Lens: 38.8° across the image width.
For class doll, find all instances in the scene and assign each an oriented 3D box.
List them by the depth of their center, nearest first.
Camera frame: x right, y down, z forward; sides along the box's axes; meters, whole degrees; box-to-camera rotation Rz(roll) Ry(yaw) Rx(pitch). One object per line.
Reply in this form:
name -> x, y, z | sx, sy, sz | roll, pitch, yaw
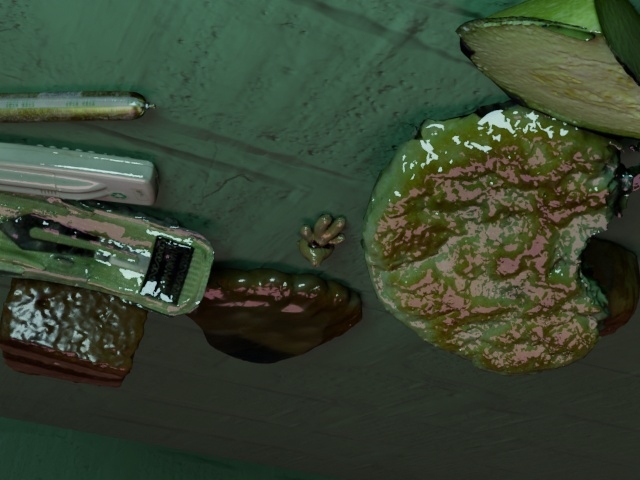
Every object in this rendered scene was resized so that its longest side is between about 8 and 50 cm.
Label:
doll -> 0.000, -0.007, 1.207 | 0.062, 0.051, 0.093 | 13, 127, -13

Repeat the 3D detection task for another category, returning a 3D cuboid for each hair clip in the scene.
hair clip -> -0.310, 0.007, 1.219 | 0.322, 0.138, 0.091 | 16, -176, -16

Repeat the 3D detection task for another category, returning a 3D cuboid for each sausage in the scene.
sausage -> -0.302, -0.141, 0.965 | 0.269, 0.032, 0.033 | 1, 156, 13

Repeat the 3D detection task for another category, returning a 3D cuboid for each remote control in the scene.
remote control -> -0.313, -0.078, 1.095 | 0.230, 0.049, 0.090 | 6, 159, -3

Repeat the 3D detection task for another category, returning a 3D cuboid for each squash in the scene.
squash -> 0.211, -0.164, 0.753 | 0.192, 0.085, 0.184 | 32, 175, -41

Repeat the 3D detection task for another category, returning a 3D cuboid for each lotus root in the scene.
lotus root -> 0.339, 0.060, 1.172 | 0.160, 0.135, 0.095 | -10, 153, 5

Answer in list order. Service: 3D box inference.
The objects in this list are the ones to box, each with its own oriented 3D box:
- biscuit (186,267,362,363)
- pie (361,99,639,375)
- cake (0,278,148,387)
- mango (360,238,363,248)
biscuit -> -0.108, 0.121, 1.472 | 0.335, 0.078, 0.329 | 12, 152, -19
pie -> 0.191, 0.009, 0.986 | 0.297, 0.078, 0.371 | 3, 131, 7
cake -> -0.365, 0.109, 1.377 | 0.199, 0.196, 0.293 | 14, 161, -12
mango -> 0.176, 0.011, 1.126 | 0.238, 0.091, 0.137 | -3, 152, 31
